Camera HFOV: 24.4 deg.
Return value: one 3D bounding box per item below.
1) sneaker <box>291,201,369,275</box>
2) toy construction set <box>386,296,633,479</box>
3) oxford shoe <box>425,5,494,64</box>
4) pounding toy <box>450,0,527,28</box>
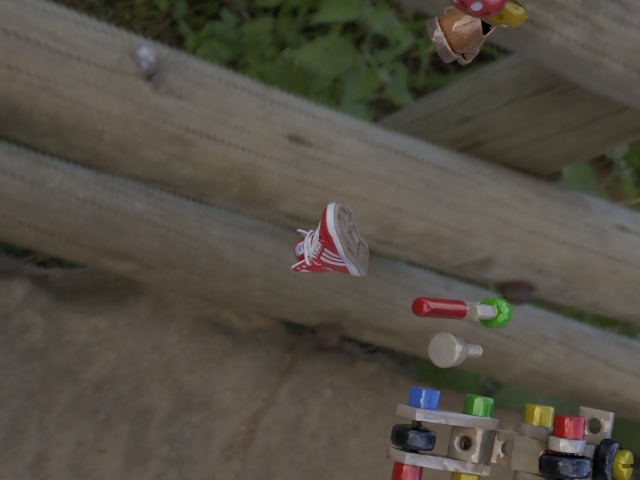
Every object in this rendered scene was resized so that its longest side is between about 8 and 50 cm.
[{"bbox_3d":[0.000,0.000,1.312,0.067,0.118,0.042,3,66,15],"label":"sneaker"},{"bbox_3d":[0.228,0.211,1.739,0.237,0.257,0.308,6,65,-54],"label":"toy construction set"},{"bbox_3d":[0.191,-0.266,1.855,0.076,0.076,0.212,62,17,-6],"label":"oxford shoe"},{"bbox_3d":[0.138,-0.238,1.255,0.183,0.237,0.110,26,92,-40],"label":"pounding toy"}]
